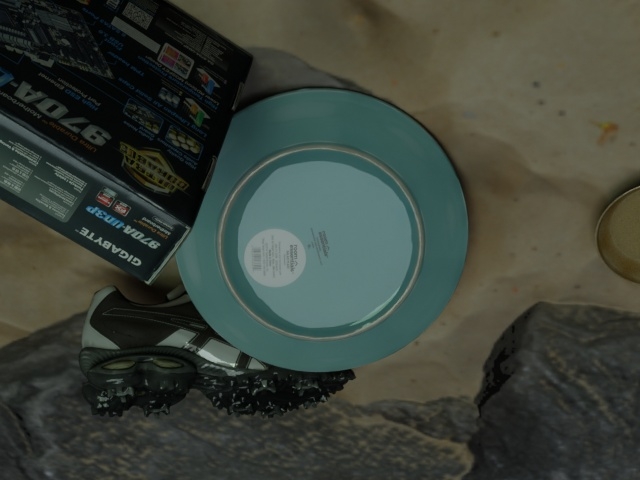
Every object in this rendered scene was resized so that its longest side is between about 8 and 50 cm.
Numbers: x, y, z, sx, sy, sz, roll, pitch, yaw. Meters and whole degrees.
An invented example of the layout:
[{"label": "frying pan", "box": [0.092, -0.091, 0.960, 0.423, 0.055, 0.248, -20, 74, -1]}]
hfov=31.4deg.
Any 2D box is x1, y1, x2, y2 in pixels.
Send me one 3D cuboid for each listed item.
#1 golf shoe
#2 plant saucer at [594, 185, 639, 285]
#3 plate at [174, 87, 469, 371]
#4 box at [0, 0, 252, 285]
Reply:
[{"label": "golf shoe", "box": [-0.067, 0.070, 0.782, 0.198, 0.094, 0.077, 7, 147, -30]}, {"label": "plant saucer", "box": [0.214, -0.007, 0.714, 0.083, 0.015, 0.083, 5, 128, 6]}, {"label": "plate", "box": [0.000, 0.000, 0.709, 0.188, 0.024, 0.188, 0, 109, -1]}, {"label": "box", "box": [-0.151, -0.098, 0.601, 0.220, 0.175, 0.051, 31, 126, -15]}]
